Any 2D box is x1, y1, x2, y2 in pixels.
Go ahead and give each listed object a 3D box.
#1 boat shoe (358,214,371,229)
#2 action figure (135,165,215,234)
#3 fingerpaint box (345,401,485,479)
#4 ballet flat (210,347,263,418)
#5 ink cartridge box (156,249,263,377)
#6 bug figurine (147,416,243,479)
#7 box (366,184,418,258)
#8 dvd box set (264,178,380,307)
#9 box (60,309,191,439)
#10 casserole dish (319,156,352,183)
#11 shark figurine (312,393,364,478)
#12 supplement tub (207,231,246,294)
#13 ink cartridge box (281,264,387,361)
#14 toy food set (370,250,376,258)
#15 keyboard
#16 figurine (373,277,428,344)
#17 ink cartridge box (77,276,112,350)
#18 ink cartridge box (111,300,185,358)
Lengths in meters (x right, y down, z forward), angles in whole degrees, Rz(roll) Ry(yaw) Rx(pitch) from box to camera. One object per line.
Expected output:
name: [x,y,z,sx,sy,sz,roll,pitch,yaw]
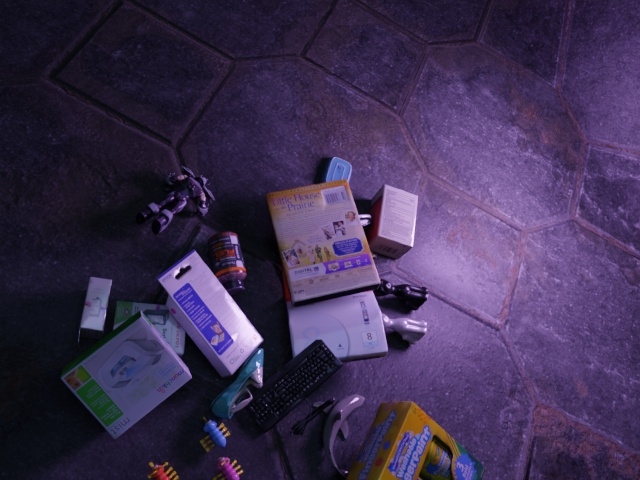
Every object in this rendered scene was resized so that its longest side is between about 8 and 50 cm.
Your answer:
boat shoe: [0.060,-0.014,2.159,0.303,0.114,0.091,-18,73,-15]
action figure: [-0.485,-0.139,2.010,0.185,0.099,0.285,40,54,8]
fingerpaint box: [0.262,0.773,1.771,0.371,0.163,0.445,44,56,-17]
ballet flat: [-0.231,0.449,1.828,0.087,0.083,0.247,30,62,20]
ink cartridge box: [-0.345,0.225,1.830,0.371,0.069,0.176,56,43,-10]
bug figurine: [-0.345,0.655,1.695,0.279,0.072,0.216,-37,83,-31]
box: [0.269,-0.070,2.251,0.149,0.127,0.232,18,60,-13]
dvd box set: [0.000,0.000,2.044,0.308,0.062,0.420,-12,66,-11]
box: [-0.537,0.369,1.654,0.262,0.127,0.231,-37,102,-14]
casserole dish: [0.065,-0.253,2.312,0.114,0.037,0.188,23,59,-11]
shark figurine: [0.053,0.599,1.858,0.166,0.116,0.278,19,59,-11]
supplement tub: [-0.306,0.077,1.967,0.106,0.106,0.197,-8,69,-24]
ink cartridge box: [0.039,0.219,1.998,0.308,0.091,0.385,-7,70,-6]
toy food set: [0.149,0.061,2.207,0.122,0.019,0.078,27,59,-17]
keyboard: [-0.060,0.480,1.850,0.317,0.033,0.201,-40,88,-9]
figurine: [0.270,0.246,2.120,0.209,0.092,0.214,16,62,-15]
ink cartridge box: [-0.667,0.221,1.750,0.067,0.115,0.198,10,64,-17]
ink cartridge box: [-0.519,0.276,1.796,0.212,0.093,0.154,9,62,-20]
